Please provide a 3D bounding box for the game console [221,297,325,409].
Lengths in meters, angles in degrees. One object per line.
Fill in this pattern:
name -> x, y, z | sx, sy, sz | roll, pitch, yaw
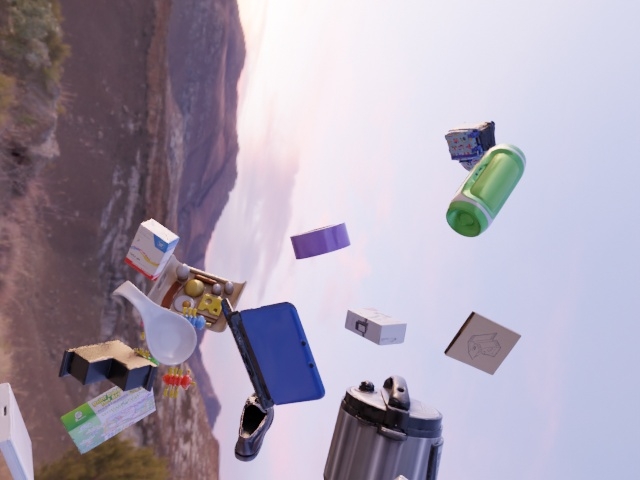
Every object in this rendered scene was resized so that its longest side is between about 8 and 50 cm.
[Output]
game console -> -0.135, 0.290, 1.492 | 0.250, 0.173, 0.293 | -149, -140, -70

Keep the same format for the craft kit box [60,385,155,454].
craft kit box -> -0.619, 0.513, 1.623 | 0.061, 0.249, 0.247 | 48, -31, 23

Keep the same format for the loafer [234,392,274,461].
loafer -> -0.218, 0.597, 1.837 | 0.302, 0.109, 0.095 | -76, 170, -63

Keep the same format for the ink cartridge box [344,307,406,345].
ink cartridge box -> 0.162, 0.250, 1.601 | 0.150, 0.109, 0.063 | 18, -78, 50

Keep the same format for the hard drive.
hard drive -> -1.053, 0.693, 1.886 | 0.233, 0.047, 0.353 | -125, -147, -43

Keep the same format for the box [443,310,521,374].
box -> 0.507, 0.324, 1.705 | 0.164, 0.201, 0.021 | -59, -158, 13

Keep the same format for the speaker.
speaker -> 0.467, -0.145, 1.534 | 0.296, 0.131, 0.131 | -49, 179, -28

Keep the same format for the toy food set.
toy food set -> -0.444, 0.187, 1.984 | 0.092, 0.306, 0.220 | 105, 4, -53

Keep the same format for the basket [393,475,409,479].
basket -> 0.205, 0.624, 1.202 | 0.103, 0.167, 0.113 | -50, 170, -46

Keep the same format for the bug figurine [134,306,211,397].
bug figurine -> -0.473, 0.334, 1.705 | 0.072, 0.216, 0.279 | 171, -67, -84

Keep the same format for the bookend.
bookend -> -0.511, 0.316, 1.323 | 0.156, 0.157, 0.072 | 0, 110, -62

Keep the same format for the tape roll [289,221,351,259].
tape roll -> 0.000, 0.000, 1.781 | 0.189, 0.188, 0.080 | 180, -106, -74

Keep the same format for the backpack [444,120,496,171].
backpack -> 0.507, -0.298, 1.810 | 0.158, 0.116, 0.173 | 17, -49, 59

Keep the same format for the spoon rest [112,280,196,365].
spoon rest -> -0.459, 0.228, 1.520 | 0.137, 0.276, 0.084 | -46, -168, -28

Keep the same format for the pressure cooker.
pressure cooker -> 0.221, 0.673, 1.863 | 0.369, 0.375, 0.421 | 9, -96, 52

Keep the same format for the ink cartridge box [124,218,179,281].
ink cartridge box -> -0.648, 0.052, 2.071 | 0.231, 0.134, 0.078 | -59, 174, 25
